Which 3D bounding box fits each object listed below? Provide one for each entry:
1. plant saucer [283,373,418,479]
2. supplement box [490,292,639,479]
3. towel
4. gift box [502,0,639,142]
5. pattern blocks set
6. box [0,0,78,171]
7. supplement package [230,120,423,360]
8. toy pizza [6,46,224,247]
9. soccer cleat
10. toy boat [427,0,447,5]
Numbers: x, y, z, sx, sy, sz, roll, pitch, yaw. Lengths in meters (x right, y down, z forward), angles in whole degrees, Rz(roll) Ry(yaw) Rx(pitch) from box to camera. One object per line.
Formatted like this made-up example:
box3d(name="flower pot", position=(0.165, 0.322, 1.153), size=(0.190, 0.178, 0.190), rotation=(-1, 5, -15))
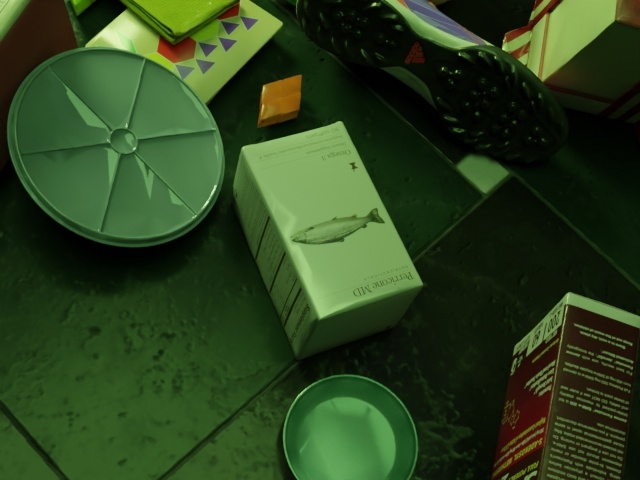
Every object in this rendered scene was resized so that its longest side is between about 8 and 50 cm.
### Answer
box3d(name="plant saucer", position=(0.025, 0.177, 0.811), size=(0.119, 0.021, 0.119), rotation=(5, 61, -9))
box3d(name="supplement box", position=(0.199, 0.180, 0.785), size=(0.073, 0.130, 0.239), rotation=(19, 59, -2))
box3d(name="towel", position=(-0.202, -0.308, 0.989), size=(0.237, 0.021, 0.102), rotation=(42, 63, 11))
box3d(name="gift box", position=(0.351, -0.241, 0.978), size=(0.255, 0.258, 0.276), rotation=(16, 80, -6))
box3d(name="pattern blocks set", position=(-0.147, -0.206, 0.974), size=(0.285, 0.026, 0.325), rotation=(42, 62, 11))
box3d(name="box", position=(-0.342, -0.144, 0.825), size=(0.149, 0.126, 0.232), rotation=(20, 64, 9))
box3d(name="supplement package", position=(0.000, 0.000, 0.851), size=(0.105, 0.105, 0.179), rotation=(-17, 68, -21))
box3d(name="toy pizza", position=(-0.185, -0.085, 0.852), size=(0.201, 0.032, 0.201), rotation=(11, 65, -25))
box3d(name="soccer cleat", position=(0.129, -0.199, 0.992), size=(0.318, 0.108, 0.116), rotation=(30, 38, -2))
box3d(name="toy boat", position=(0.113, -0.393, 1.059), size=(0.151, 0.151, 0.231), rotation=(13, 61, -6))
